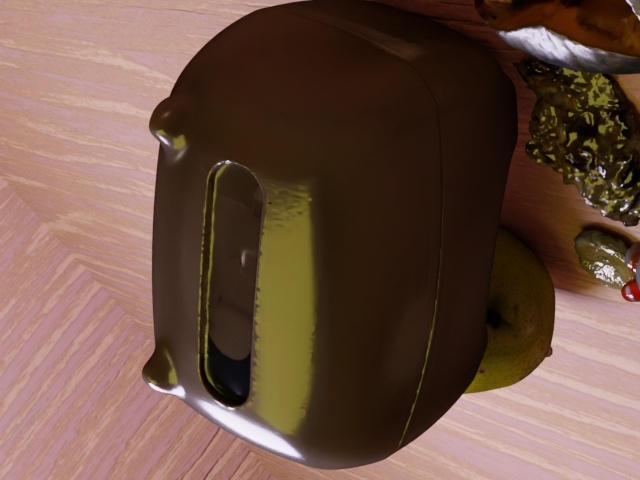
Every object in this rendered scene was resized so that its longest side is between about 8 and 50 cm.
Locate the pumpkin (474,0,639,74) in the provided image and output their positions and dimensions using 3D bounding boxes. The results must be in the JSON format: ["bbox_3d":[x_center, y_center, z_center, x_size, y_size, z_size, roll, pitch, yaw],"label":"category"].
[{"bbox_3d":[0.162,-0.210,0.857,0.238,0.159,0.238,25,149,16],"label":"pumpkin"}]

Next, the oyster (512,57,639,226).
[{"bbox_3d":[0.219,-0.081,1.214,0.105,0.056,0.177,5,137,47],"label":"oyster"}]

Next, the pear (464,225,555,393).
[{"bbox_3d":[0.145,0.064,1.489,0.198,0.198,0.198,35,161,14],"label":"pear"}]

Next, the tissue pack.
[{"bbox_3d":[0.000,0.000,1.275,0.267,0.277,0.387,26,124,33],"label":"tissue pack"}]

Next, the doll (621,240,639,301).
[{"bbox_3d":[0.323,0.054,1.285,0.142,0.076,0.245,27,162,24],"label":"doll"}]

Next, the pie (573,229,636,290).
[{"bbox_3d":[0.275,0.020,1.383,0.084,0.020,0.084,34,163,12],"label":"pie"}]

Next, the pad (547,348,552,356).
[{"bbox_3d":[0.155,0.074,1.760,0.181,0.004,0.267,46,160,-19],"label":"pad"}]
